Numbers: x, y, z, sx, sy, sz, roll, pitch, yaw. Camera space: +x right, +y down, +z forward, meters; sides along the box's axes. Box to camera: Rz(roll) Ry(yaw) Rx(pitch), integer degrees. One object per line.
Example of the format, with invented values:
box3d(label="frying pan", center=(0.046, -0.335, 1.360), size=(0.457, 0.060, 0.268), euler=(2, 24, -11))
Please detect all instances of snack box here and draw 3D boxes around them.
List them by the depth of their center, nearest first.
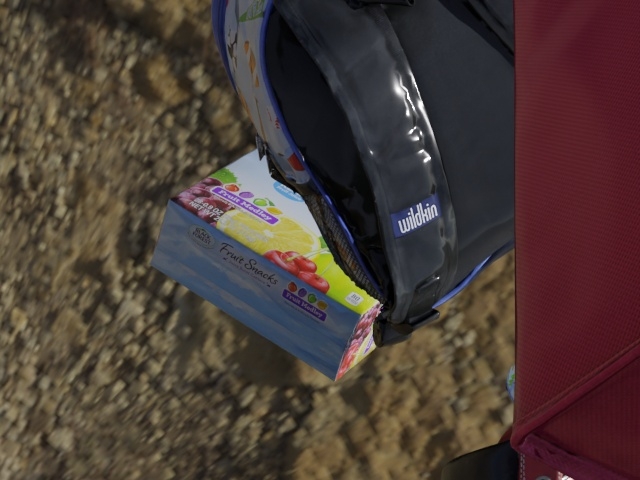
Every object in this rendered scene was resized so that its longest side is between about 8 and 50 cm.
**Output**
box3d(label="snack box", center=(0.000, 0.000, 1.317), size=(0.174, 0.070, 0.207), euler=(31, 32, 16))

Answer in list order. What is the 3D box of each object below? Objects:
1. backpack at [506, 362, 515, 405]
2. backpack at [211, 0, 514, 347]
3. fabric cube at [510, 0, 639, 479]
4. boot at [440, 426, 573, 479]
box3d(label="backpack", center=(0.204, 0.117, 1.286), size=(0.114, 0.084, 0.105), euler=(49, 32, 1))
box3d(label="backpack", center=(0.064, -0.122, 1.123), size=(0.276, 0.213, 0.263), euler=(-38, 125, -10))
box3d(label="fabric cube", center=(0.240, -0.035, 0.607), size=(0.259, 0.254, 0.258), euler=(30, 41, -24))
box3d(label="boot", center=(0.142, 0.169, 0.854), size=(0.088, 0.244, 0.176), euler=(27, 68, -37))
